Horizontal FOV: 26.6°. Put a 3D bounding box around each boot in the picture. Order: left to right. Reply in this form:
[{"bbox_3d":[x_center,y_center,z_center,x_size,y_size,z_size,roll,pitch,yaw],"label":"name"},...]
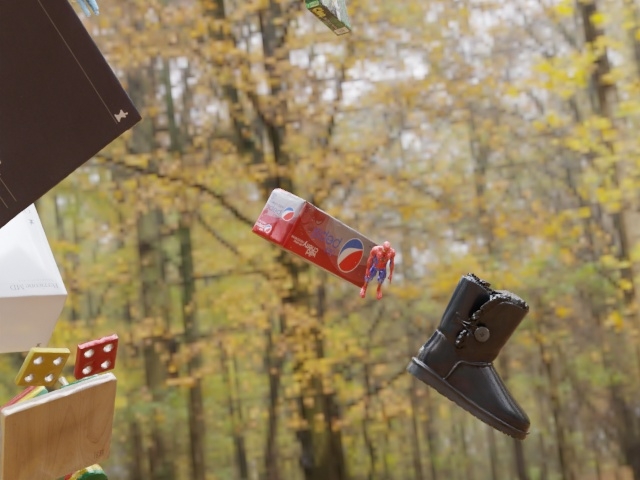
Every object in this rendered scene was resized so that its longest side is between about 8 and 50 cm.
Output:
[{"bbox_3d":[0.294,0.193,2.272,0.246,0.207,0.094,34,4,-3],"label":"boot"}]

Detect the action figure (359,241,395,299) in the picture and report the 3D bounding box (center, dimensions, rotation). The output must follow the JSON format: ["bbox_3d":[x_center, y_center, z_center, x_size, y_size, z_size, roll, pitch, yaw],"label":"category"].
[{"bbox_3d":[0.080,0.040,1.856,0.038,0.030,0.115,9,-42,-3],"label":"action figure"}]

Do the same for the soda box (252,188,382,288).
[{"bbox_3d":[0.000,0.000,2.403,0.083,0.092,0.263,26,-2,40],"label":"soda box"}]

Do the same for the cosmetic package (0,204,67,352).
[{"bbox_3d":[-0.526,0.046,2.017,0.224,0.224,0.138,-2,-40,-33],"label":"cosmetic package"}]

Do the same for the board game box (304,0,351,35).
[{"bbox_3d":[-0.011,-0.452,2.062,0.030,0.259,0.136,-16,-14,16],"label":"board game box"}]

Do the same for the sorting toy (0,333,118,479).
[{"bbox_3d":[-0.296,0.197,1.494,0.132,0.046,0.274,-17,-43,-31],"label":"sorting toy"}]

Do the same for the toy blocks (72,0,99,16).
[{"bbox_3d":[-0.450,-0.452,2.348,0.054,0.148,0.123,-39,-14,34],"label":"toy blocks"}]

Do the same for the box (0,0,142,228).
[{"bbox_3d":[-0.446,-0.198,1.615,0.312,0.343,0.179,-40,32,-17],"label":"box"}]
